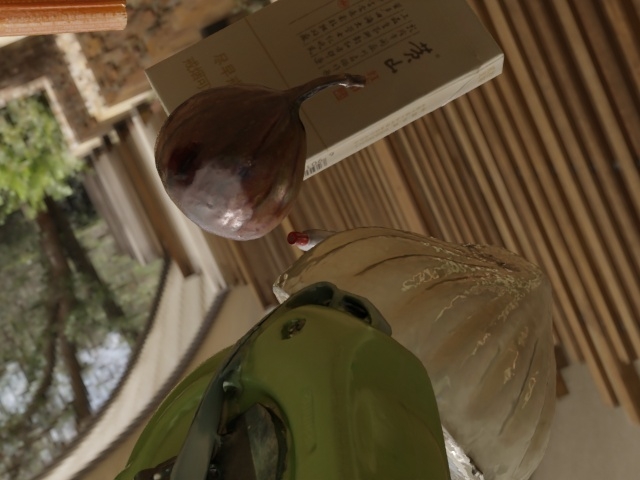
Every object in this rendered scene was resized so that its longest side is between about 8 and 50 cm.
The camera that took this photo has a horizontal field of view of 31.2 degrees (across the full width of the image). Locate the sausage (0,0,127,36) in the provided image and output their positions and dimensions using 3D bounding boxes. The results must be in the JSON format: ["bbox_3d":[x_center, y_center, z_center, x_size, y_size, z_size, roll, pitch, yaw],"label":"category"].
[{"bbox_3d":[-0.347,-0.274,1.338,0.234,0.071,0.071,-8,180,-20],"label":"sausage"}]

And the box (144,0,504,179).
[{"bbox_3d":[0.004,-0.196,1.319,0.365,0.204,0.051,-29,159,-6],"label":"box"}]

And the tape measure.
[{"bbox_3d":[-0.020,0.120,0.483,0.175,0.106,0.200,-32,-134,28],"label":"tape measure"}]

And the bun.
[{"bbox_3d":[0.105,0.073,0.937,0.175,0.263,0.263,-44,-170,-9],"label":"bun"}]

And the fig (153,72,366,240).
[{"bbox_3d":[-0.078,-0.086,1.094,0.202,0.148,0.149,-49,-163,45],"label":"fig"}]

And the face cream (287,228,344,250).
[{"bbox_3d":[0.000,0.000,1.110,0.040,0.021,0.083,-9,171,40],"label":"face cream"}]
